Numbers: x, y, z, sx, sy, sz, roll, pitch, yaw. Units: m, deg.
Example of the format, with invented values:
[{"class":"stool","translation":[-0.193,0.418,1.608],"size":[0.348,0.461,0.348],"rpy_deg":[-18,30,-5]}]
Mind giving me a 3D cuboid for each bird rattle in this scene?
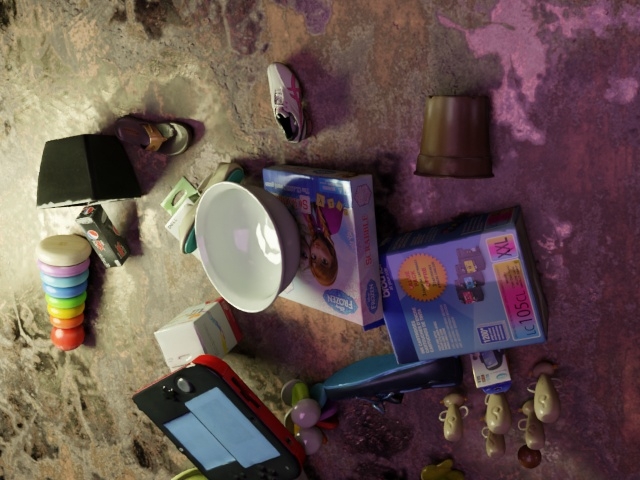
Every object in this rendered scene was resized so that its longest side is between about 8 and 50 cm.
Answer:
[{"class":"bird rattle","translation":[0.264,0.671,1.821],"size":[0.207,0.143,0.253],"rpy_deg":[41,120,-15]}]

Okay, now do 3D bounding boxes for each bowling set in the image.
[{"class":"bowling set","translation":[0.432,0.413,1.682],"size":[0.286,0.154,0.200],"rpy_deg":[-16,124,22]}]

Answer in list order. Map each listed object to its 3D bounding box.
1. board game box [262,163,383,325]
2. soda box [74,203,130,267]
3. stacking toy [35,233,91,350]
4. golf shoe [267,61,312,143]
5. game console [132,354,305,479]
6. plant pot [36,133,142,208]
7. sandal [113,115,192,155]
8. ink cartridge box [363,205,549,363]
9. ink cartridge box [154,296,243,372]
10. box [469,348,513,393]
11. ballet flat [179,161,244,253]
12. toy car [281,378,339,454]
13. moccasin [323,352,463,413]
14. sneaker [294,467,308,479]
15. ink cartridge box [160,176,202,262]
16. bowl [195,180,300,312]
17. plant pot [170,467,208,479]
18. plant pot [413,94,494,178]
[{"class":"board game box","translation":[0.000,0.000,1.636],"size":[0.318,0.065,0.318],"rpy_deg":[13,114,51]},{"class":"soda box","translation":[-0.561,-0.010,1.895],"size":[0.053,0.060,0.169],"rpy_deg":[-7,127,21]},{"class":"stacking toy","translation":[-0.698,0.156,1.997],"size":[0.141,0.141,0.331],"rpy_deg":[16,116,14]},{"class":"golf shoe","translation":[-0.075,-0.309,1.638],"size":[0.067,0.086,0.186],"rpy_deg":[-17,100,25]},{"class":"game console","translation":[-0.252,0.470,1.807],"size":[0.342,0.060,0.387],"rpy_deg":[-32,103,34]},{"class":"plant pot","translation":[-0.584,-0.173,1.821],"size":[0.187,0.188,0.167],"rpy_deg":[-7,94,22]},{"class":"sandal","translation":[-0.418,-0.258,1.791],"size":[0.219,0.060,0.090],"rpy_deg":[16,112,15]},{"class":"ink cartridge box","translation":[0.274,0.110,1.618],"size":[0.395,0.151,0.270],"rpy_deg":[-13,102,25]},{"class":"ink cartridge box","translation":[-0.306,0.242,1.851],"size":[0.128,0.176,0.128],"rpy_deg":[-18,101,24]},{"class":"box","translation":[0.384,0.275,1.656],"size":[0.081,0.028,0.136],"rpy_deg":[-20,61,24]},{"class":"ballet flat","translation":[-0.275,-0.084,1.742],"size":[0.086,0.086,0.248],"rpy_deg":[33,82,7]},{"class":"toy car","translation":[-0.018,0.436,1.845],"size":[0.136,0.159,0.182],"rpy_deg":[-9,108,-14]},{"class":"moccasin","translation":[0.170,0.342,1.737],"size":[0.341,0.138,0.117],"rpy_deg":[-17,106,25]},{"class":"sneaker","translation":[-0.122,0.653,1.924],"size":[0.169,0.108,0.293],"rpy_deg":[-35,59,30]},{"class":"ink cartridge box","translation":[-0.311,-0.045,1.822],"size":[0.209,0.062,0.109],"rpy_deg":[45,116,2]},{"class":"bowl","translation":[-0.139,0.001,1.637],"size":[0.297,0.134,0.298],"rpy_deg":[19,118,41]},{"class":"plant pot","translation":[-0.293,0.787,1.930],"size":[0.253,0.276,0.276],"rpy_deg":[25,116,35]},{"class":"plant pot","translation":[0.278,-0.215,1.507],"size":[0.166,0.167,0.165],"rpy_deg":[5,102,18]}]
